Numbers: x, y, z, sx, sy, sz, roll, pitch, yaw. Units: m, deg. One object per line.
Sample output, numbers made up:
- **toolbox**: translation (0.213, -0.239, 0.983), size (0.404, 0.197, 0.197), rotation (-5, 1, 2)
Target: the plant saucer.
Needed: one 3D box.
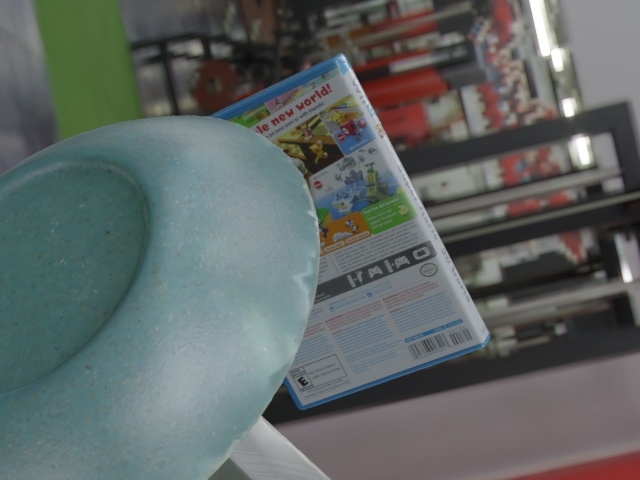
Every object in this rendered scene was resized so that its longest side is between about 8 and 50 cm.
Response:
- **plant saucer**: translation (-0.094, 0.021, 0.521), size (0.037, 0.195, 0.195), rotation (52, 21, -43)

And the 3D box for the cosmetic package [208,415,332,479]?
- **cosmetic package**: translation (-0.083, 0.242, 1.477), size (0.238, 0.127, 0.107), rotation (28, -80, 58)

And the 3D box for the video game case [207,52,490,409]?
- **video game case**: translation (0.000, 0.000, 0.769), size (0.166, 0.119, 0.015), rotation (62, 29, -11)
